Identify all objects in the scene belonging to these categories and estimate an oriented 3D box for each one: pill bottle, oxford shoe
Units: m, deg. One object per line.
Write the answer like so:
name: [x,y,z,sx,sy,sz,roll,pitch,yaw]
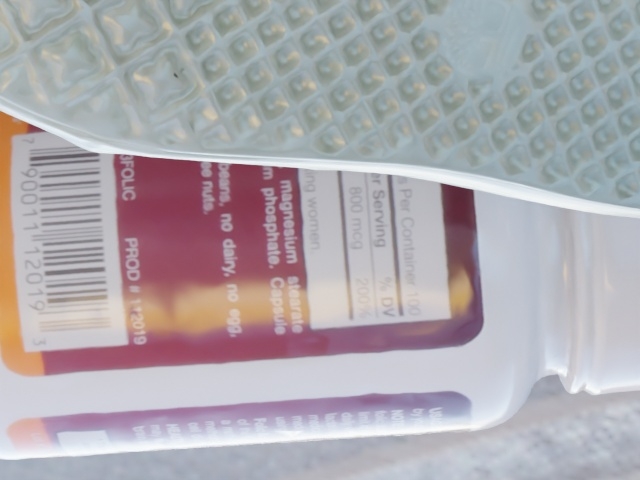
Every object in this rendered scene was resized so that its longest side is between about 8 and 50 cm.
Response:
pill bottle: [0.000,0.000,1.076,0.392,0.224,0.224,-4,164,1]
oxford shoe: [-0.017,-0.110,0.709,0.449,0.169,0.130,14,-167,-26]
